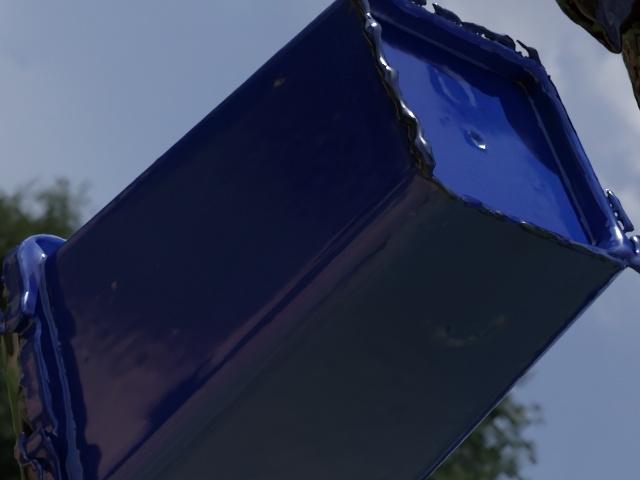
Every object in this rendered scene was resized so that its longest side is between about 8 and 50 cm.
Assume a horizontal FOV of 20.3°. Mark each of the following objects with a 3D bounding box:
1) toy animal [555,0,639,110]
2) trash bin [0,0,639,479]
[{"bbox_3d":[0.170,-0.058,0.758,0.179,0.089,0.188,7,54,-47],"label":"toy animal"},{"bbox_3d":[-0.004,0.033,0.691,0.162,0.234,0.184,20,38,-38],"label":"trash bin"}]
